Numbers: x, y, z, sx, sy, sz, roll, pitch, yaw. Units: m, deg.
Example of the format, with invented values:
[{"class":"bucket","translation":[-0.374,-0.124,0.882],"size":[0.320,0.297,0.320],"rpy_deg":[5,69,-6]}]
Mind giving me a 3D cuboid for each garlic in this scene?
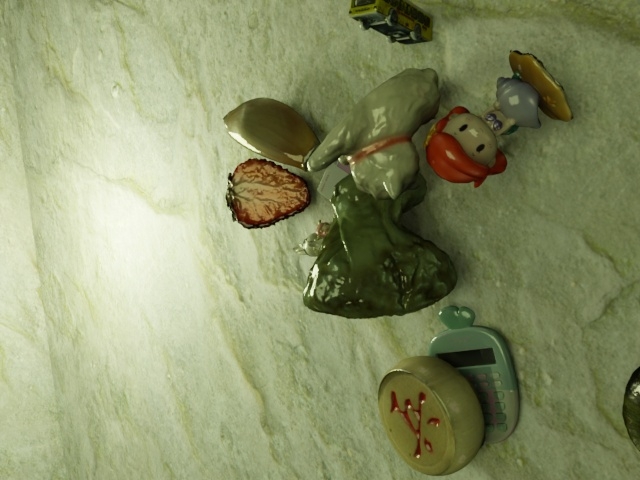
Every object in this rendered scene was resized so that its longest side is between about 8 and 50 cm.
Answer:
[{"class":"garlic","translation":[-0.114,-0.277,1.535],"size":[0.318,0.112,0.143],"rpy_deg":[29,89,35]}]

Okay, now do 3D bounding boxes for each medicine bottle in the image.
[{"class":"medicine bottle","translation":[0.097,-0.163,1.414],"size":[0.171,0.052,0.201],"rpy_deg":[40,118,29]}]

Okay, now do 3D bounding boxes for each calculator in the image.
[{"class":"calculator","translation":[0.323,0.282,1.270],"size":[0.185,0.041,0.299],"rpy_deg":[-17,84,38]}]

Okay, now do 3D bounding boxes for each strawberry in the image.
[{"class":"strawberry","translation":[-0.128,-0.115,1.575],"size":[0.236,0.111,0.190],"rpy_deg":[5,86,15]}]

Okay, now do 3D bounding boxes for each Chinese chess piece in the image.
[{"class":"Chinese chess piece","translation":[0.230,0.369,1.270],"size":[0.249,0.103,0.250],"rpy_deg":[25,122,49]}]

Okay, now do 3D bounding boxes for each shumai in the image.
[{"class":"shumai","translation":[0.100,-0.006,1.249],"size":[0.292,0.329,0.289],"rpy_deg":[18,117,62]}]

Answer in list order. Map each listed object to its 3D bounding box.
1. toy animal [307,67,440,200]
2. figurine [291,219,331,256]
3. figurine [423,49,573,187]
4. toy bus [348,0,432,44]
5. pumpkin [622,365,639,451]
[{"class":"toy animal","translation":[0.166,-0.212,1.202],"size":[0.188,0.307,0.266],"rpy_deg":[39,116,20]},{"class":"figurine","translation":[0.007,0.003,1.498],"size":[0.146,0.081,0.098],"rpy_deg":[10,56,43]},{"class":"figurine","translation":[0.317,-0.205,1.130],"size":[0.257,0.181,0.208],"rpy_deg":[-37,26,7]},{"class":"toy bus","translation":[0.153,-0.459,1.235],"size":[0.081,0.226,0.074],"rpy_deg":[8,94,39]},{"class":"pumpkin","translation":[0.610,0.283,0.968],"size":[0.223,0.157,0.224],"rpy_deg":[23,120,48]}]
